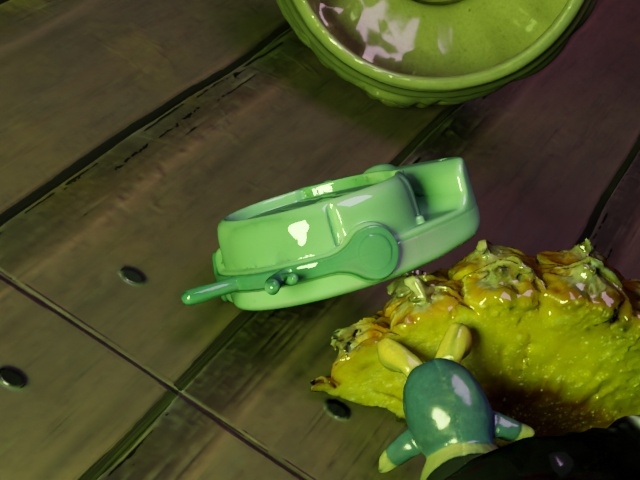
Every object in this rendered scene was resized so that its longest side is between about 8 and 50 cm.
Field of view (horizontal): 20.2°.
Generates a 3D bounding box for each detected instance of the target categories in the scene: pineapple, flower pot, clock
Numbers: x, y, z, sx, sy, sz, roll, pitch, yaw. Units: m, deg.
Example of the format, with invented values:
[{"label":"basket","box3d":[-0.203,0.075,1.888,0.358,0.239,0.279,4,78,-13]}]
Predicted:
[{"label":"pineapple","box3d":[0.164,0.055,1.273,0.335,0.161,0.158,18,28,-15]},{"label":"flower pot","box3d":[0.107,-0.273,1.632,0.307,0.307,0.244,30,9,1]},{"label":"clock","box3d":[0.000,0.000,1.221,0.211,0.159,0.066,-25,102,-52]}]

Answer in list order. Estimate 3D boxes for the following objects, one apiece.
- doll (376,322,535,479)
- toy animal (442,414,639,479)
[{"label":"doll","box3d":[0.087,0.140,1.130,0.102,0.089,0.179,-12,57,3]},{"label":"toy animal","box3d":[0.144,0.244,0.917,0.213,0.212,0.266,12,36,-29]}]
